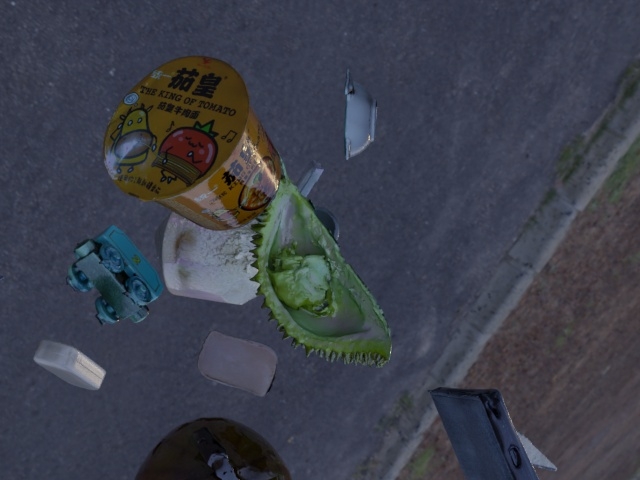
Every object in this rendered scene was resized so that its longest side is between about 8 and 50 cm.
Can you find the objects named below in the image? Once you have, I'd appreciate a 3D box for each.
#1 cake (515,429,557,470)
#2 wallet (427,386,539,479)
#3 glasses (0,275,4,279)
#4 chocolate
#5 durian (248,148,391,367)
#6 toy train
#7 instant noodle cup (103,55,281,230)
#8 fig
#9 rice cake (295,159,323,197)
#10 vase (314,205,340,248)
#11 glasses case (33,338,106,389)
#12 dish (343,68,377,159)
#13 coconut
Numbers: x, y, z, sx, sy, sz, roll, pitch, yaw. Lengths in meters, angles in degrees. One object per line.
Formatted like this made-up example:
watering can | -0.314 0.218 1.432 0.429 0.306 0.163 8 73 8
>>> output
cake | 0.384 0.446 1.460 0.117 0.220 0.086 -44 -178 -9
wallet | 0.231 0.289 0.973 0.036 0.167 0.222 -22 174 -13
glasses | -0.640 0.076 1.290 0.063 0.139 0.103 6 151 -14
chocolate | -0.105 0.153 0.848 0.101 0.031 0.064 19 72 -19
durian | -0.007 0.048 1.055 0.169 0.355 0.158 -40 163 33
toy train | -0.428 0.073 1.428 0.112 0.163 0.203 -29 108 13
instant noodle cup | -0.160 -0.118 0.941 0.215 0.216 0.172 -47 149 -3
fig | -0.147 0.361 0.933 0.235 0.234 0.214 -25 -178 -31
rice cake | -0.061 -0.134 1.900 0.036 0.047 0.206 15 121 -36
vase | 0.000 0.000 1.289 0.086 0.086 0.214 -46 169 -4
glasses case | -0.487 0.245 1.333 0.196 0.083 0.050 84 23 -64
dish | 0.102 -0.313 1.712 0.246 0.078 0.224 84 11 -57
coconut | -0.291 0.014 1.821 0.297 0.310 0.297 9 90 -84
